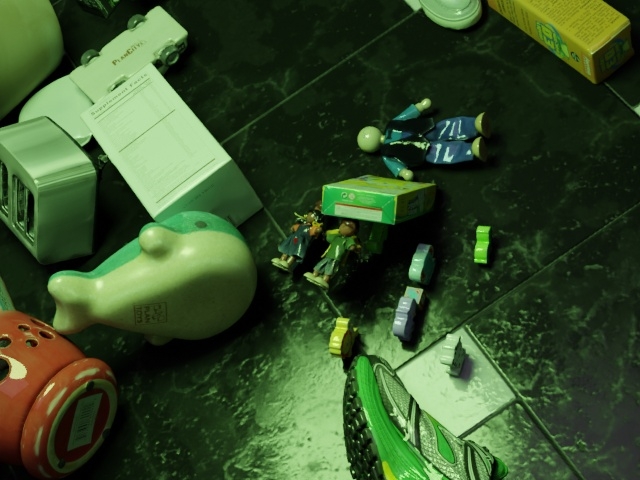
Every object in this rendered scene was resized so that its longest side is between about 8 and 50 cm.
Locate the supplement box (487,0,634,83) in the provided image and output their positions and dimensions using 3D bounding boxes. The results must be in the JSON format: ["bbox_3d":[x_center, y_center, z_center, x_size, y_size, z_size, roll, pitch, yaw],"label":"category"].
[{"bbox_3d":[0.332,-0.321,1.629,0.080,0.078,0.233,-41,55,-7],"label":"supplement box"}]

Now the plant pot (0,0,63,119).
[{"bbox_3d":[-0.575,-0.303,1.818,0.323,0.323,0.280,31,51,32],"label":"plant pot"}]

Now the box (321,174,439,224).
[{"bbox_3d":[0.083,-0.057,1.528,0.105,0.179,0.043,9,104,24],"label":"box"}]

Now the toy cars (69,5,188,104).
[{"bbox_3d":[-0.281,-0.371,1.879,0.177,0.087,0.393,5,67,11],"label":"toy cars"}]

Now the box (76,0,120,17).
[{"bbox_3d":[-0.372,-0.431,1.964,0.062,0.052,0.083,23,70,29],"label":"box"}]

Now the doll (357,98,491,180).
[{"bbox_3d":[0.141,-0.144,1.611,0.189,0.046,0.129,-1,66,27],"label":"doll"}]

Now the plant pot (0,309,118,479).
[{"bbox_3d":[-0.376,0.207,1.505,0.174,0.191,0.191,23,70,26],"label":"plant pot"}]

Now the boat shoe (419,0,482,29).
[{"bbox_3d":[0.166,-0.408,1.737,0.079,0.081,0.227,-30,55,1],"label":"boat shoe"}]

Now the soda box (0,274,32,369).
[{"bbox_3d":[-0.486,0.097,1.685,0.058,0.063,0.183,-33,55,-1],"label":"soda box"}]

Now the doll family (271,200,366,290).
[{"bbox_3d":[0.000,0.000,1.536,0.193,0.076,0.111,23,81,49],"label":"doll family"}]

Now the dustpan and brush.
[{"bbox_3d":[-0.457,-0.180,1.852,0.211,0.060,0.147,-15,56,3],"label":"dustpan and brush"}]

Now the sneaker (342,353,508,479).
[{"bbox_3d":[0.126,0.267,1.345,0.146,0.134,0.343,-15,49,-19],"label":"sneaker"}]

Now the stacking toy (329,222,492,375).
[{"bbox_3d":[0.120,0.064,1.493,0.167,0.052,0.221,7,63,24],"label":"stacking toy"}]

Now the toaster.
[{"bbox_3d":[-0.401,-0.078,1.680,0.110,0.185,0.168,-21,48,-37],"label":"toaster"}]

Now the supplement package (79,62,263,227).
[{"bbox_3d":[-0.217,-0.116,1.671,0.139,0.134,0.244,-37,56,-4],"label":"supplement package"}]

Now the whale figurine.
[{"bbox_3d":[-0.224,0.046,1.529,0.272,0.216,0.141,-10,46,-13],"label":"whale figurine"}]
